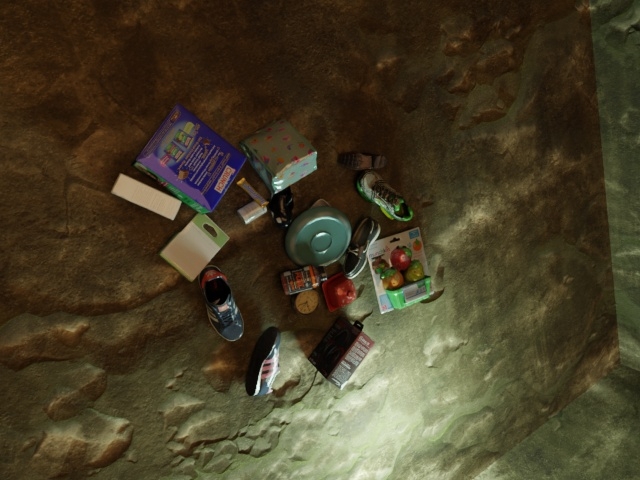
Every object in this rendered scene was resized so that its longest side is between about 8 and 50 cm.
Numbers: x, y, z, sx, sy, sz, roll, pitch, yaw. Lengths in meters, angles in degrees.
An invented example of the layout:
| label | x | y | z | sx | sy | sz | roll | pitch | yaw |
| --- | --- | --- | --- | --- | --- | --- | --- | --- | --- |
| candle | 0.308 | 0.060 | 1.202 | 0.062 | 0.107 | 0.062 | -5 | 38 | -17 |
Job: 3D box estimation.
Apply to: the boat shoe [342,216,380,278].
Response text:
| label | x | y | z | sx | sy | sz | roll | pitch | yaw |
| --- | --- | --- | --- | --- | --- | --- | --- | --- | --- |
| boat shoe | 0.174 | 0.028 | 1.978 | 0.091 | 0.114 | 0.303 | 41 | 69 | -49 |

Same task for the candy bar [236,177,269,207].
| label | x | y | z | sx | sy | sz | roll | pitch | yaw |
| --- | --- | --- | --- | --- | --- | --- | --- | --- | --- |
| candy bar | -0.276 | -0.194 | 1.741 | 0.040 | 0.018 | 0.161 | -43 | 78 | -15 |

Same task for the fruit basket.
| label | x | y | z | sx | sy | sz | roll | pitch | yaw |
| --- | --- | --- | --- | --- | --- | --- | --- | --- | --- |
| fruit basket | 0.402 | 0.145 | 2.088 | 0.326 | 0.165 | 0.353 | -16 | 103 | -22 |

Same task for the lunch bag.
| label | x | y | z | sx | sy | sz | roll | pitch | yaw |
| --- | --- | --- | --- | --- | --- | --- | --- | --- | --- |
| lunch bag | -0.173 | -0.356 | 1.713 | 0.223 | 0.160 | 0.262 | -34 | 70 | -15 |

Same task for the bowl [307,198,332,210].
| label | x | y | z | sx | sy | sz | roll | pitch | yaw |
| --- | --- | --- | --- | --- | --- | --- | --- | --- | --- |
| bowl | -0.006 | -0.102 | 1.907 | 0.142 | 0.053 | 0.142 | 44 | 79 | -26 |

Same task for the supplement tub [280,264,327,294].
| label | x | y | z | sx | sy | sz | roll | pitch | yaw |
| --- | --- | --- | --- | --- | --- | --- | --- | --- | --- |
| supplement tub | -0.074 | 0.168 | 1.869 | 0.197 | 0.106 | 0.106 | -15 | 106 | -5 |

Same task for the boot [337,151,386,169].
| label | x | y | z | sx | sy | sz | roll | pitch | yaw |
| --- | --- | --- | --- | --- | --- | --- | --- | --- | --- |
| boot | 0.188 | -0.365 | 1.949 | 0.219 | 0.106 | 0.082 | 6 | 102 | 2 |

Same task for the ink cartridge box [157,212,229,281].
| label | x | y | z | sx | sy | sz | roll | pitch | yaw |
| --- | --- | --- | --- | --- | --- | --- | --- | --- | --- |
| ink cartridge box | -0.503 | 0.022 | 1.693 | 0.171 | 0.056 | 0.235 | 48 | 66 | -25 |

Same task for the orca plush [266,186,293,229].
| label | x | y | z | sx | sy | sz | roll | pitch | yaw |
| --- | --- | --- | --- | --- | --- | --- | --- | --- | --- |
| orca plush | -0.135 | -0.192 | 1.784 | 0.151 | 0.102 | 0.288 | 22 | 74 | -46 |

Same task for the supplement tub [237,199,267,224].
| label | x | y | z | sx | sy | sz | roll | pitch | yaw |
| --- | --- | --- | --- | --- | --- | --- | --- | --- | --- |
| supplement tub | -0.283 | -0.122 | 1.762 | 0.107 | 0.071 | 0.071 | -33 | 112 | -17 |

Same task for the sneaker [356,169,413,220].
| label | x | y | z | sx | sy | sz | roll | pitch | yaw |
| --- | --- | --- | --- | --- | --- | --- | --- | --- | --- |
| sneaker | 0.311 | -0.213 | 1.986 | 0.343 | 0.146 | 0.134 | 34 | 84 | -26 |

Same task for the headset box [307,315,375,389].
| label | x | y | z | sx | sy | sz | roll | pitch | yaw |
| --- | --- | --- | --- | --- | --- | --- | --- | --- | --- |
| headset box | 0.103 | 0.503 | 1.977 | 0.110 | 0.218 | 0.293 | 42 | 81 | -25 |

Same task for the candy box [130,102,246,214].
| label | x | y | z | sx | sy | sz | roll | pitch | yaw |
| --- | --- | --- | --- | --- | --- | --- | --- | --- | --- |
| candy box | -0.483 | -0.295 | 1.587 | 0.317 | 0.122 | 0.268 | 38 | 71 | -25 |

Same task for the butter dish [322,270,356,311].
| label | x | y | z | sx | sy | sz | roll | pitch | yaw |
| --- | --- | --- | --- | --- | --- | --- | --- | --- | --- |
| butter dish | 0.108 | 0.243 | 1.978 | 0.159 | 0.118 | 0.160 | -27 | 110 | -33 |

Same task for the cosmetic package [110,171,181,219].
| label | x | y | z | sx | sy | sz | roll | pitch | yaw |
| --- | --- | --- | --- | --- | --- | --- | --- | --- | --- |
| cosmetic package | -0.639 | -0.162 | 1.560 | 0.231 | 0.117 | 0.086 | 25 | 87 | -26 |

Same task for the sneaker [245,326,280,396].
| label | x | y | z | sx | sy | sz | roll | pitch | yaw |
| --- | --- | --- | --- | --- | --- | --- | --- | --- | --- |
| sneaker | -0.230 | 0.539 | 1.903 | 0.131 | 0.112 | 0.319 | 18 | 94 | -44 |

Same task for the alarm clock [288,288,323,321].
| label | x | y | z | sx | sy | sz | roll | pitch | yaw |
| --- | --- | --- | --- | --- | --- | --- | --- | --- | --- |
| alarm clock | -0.081 | 0.290 | 1.936 | 0.129 | 0.064 | 0.192 | 45 | 76 | -25 |

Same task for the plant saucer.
| label | x | y | z | sx | sy | sz | roll | pitch | yaw |
| --- | --- | --- | --- | --- | --- | --- | --- | --- | --- |
| plant saucer | 0.000 | 0.000 | 1.880 | 0.317 | 0.044 | 0.318 | -10 | 121 | -18 |

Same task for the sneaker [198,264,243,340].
| label | x | y | z | sx | sy | sz | roll | pitch | yaw |
| --- | --- | --- | --- | --- | --- | --- | --- | --- | --- |
| sneaker | -0.401 | 0.275 | 1.734 | 0.131 | 0.148 | 0.350 | -27 | 110 | -19 |
